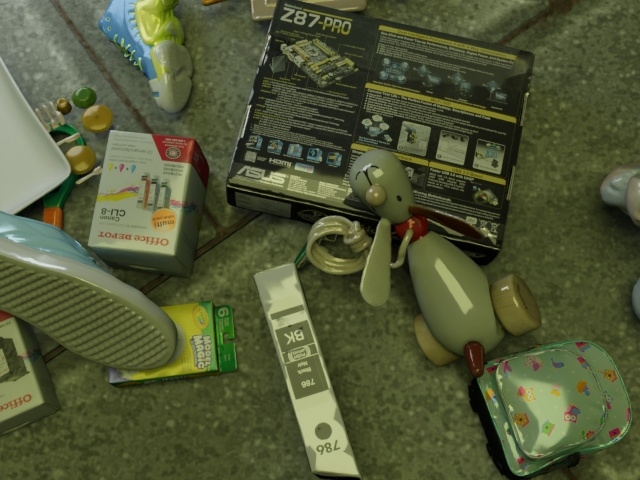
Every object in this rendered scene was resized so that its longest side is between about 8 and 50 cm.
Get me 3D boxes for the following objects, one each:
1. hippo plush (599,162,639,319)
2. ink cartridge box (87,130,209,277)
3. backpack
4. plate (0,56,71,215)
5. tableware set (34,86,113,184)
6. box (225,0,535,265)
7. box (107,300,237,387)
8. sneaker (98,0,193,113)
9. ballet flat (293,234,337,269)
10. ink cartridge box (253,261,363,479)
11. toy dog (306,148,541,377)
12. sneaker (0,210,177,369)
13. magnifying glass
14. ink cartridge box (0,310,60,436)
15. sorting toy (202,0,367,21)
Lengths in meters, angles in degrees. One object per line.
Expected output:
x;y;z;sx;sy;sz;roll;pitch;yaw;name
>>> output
0.538;0.010;1.254;0.294;0.234;0.236;-1;104;17;hippo plush
-0.243;-0.049;1.316;0.128;0.127;0.176;6;75;4;ink cartridge box
0.311;0.215;1.210;0.188;0.144;0.166;-15;69;-10;backpack
-0.543;-0.122;1.380;0.277;0.045;0.278;-36;75;-1;plate
-0.356;-0.159;1.388;0.104;0.024;0.154;-30;74;-13;tableware set
0.089;-0.162;1.329;0.395;0.097;0.318;12;73;1;box
-0.212;0.146;1.302;0.179;0.043;0.105;-7;73;-1;box
-0.274;-0.300;1.424;0.126;0.091;0.240;-11;73;18;sneaker
0.000;0.000;1.338;0.041;0.041;0.114;26;77;9;ballet flat
-0.008;0.207;1.212;0.065;0.165;0.333;-18;73;-3;ink cartridge box
0.142;0.053;1.183;0.333;0.161;0.220;33;117;-10;toy dog
-0.349;0.045;1.264;0.366;0.135;0.150;27;34;-1;sneaker
-0.402;-0.070;1.385;0.092;0.026;0.231;-2;72;1;magnifying glass
-0.461;0.180;1.287;0.127;0.072;0.175;-24;74;-5;ink cartridge box
-0.026;-0.430;1.461;0.347;0.047;0.196;-5;69;1;sorting toy
